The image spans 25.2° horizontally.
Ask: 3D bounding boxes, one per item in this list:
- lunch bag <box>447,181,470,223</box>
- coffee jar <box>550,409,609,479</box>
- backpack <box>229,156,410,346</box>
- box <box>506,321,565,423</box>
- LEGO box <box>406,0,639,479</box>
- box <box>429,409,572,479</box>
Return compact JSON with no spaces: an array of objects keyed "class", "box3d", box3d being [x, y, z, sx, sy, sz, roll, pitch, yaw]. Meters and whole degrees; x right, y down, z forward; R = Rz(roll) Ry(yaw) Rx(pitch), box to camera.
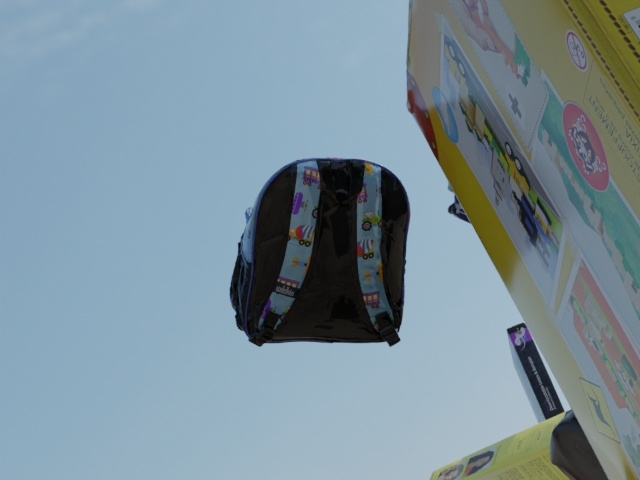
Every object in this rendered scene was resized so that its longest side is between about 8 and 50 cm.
[{"class":"lunch bag","box3d":[0.277,-0.111,1.243,0.305,0.256,0.212,-63,-23,3]},{"class":"coffee jar","box3d":[0.282,0.149,1.193,0.184,0.096,0.079,-30,-43,-24]},{"class":"backpack","box3d":[0.000,0.000,1.293,0.158,0.173,0.117,0,19,-12]},{"class":"box","box3d":[0.271,0.194,1.742,0.029,0.162,0.116,-22,-32,0]},{"class":"LEGO box","box3d":[0.238,-0.017,0.830,0.193,0.500,0.372,-22,-25,-8]},{"class":"box","box3d":[0.227,0.275,1.652,0.232,0.087,0.058,-34,16,40]}]
